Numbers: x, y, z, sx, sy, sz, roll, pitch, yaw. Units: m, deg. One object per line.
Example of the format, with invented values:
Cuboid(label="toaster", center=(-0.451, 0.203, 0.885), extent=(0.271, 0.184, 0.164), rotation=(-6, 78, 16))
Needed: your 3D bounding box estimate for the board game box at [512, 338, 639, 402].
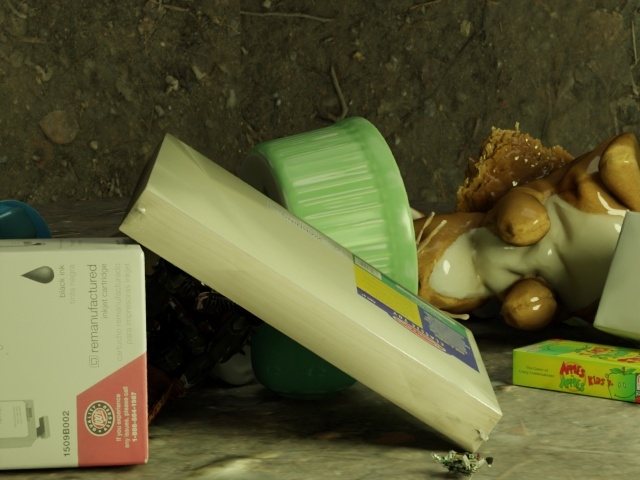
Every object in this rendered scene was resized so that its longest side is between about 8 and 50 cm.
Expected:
Cuboid(label="board game box", center=(0.320, 0.148, 1.860), extent=(0.181, 0.043, 0.092), rotation=(5, 8, 38))

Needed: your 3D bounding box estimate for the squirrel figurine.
Cuboid(label="squirrel figurine", center=(0.269, 0.003, 2.194), extent=(0.371, 0.281, 0.397), rotation=(-13, 17, 15))

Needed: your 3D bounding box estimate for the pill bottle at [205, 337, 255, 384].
Cuboid(label="pill bottle", center=(-0.135, 0.124, 1.927), extent=(0.078, 0.078, 0.137), rotation=(-6, 9, -44))

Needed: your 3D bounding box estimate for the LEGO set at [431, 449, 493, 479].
Cuboid(label="LEGO set", center=(0.131, 0.205, 1.485), extent=(0.054, 0.023, 0.083), rotation=(5, -5, 24))

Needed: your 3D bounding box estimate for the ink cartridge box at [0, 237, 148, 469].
Cuboid(label="ink cartridge box", center=(-0.305, 0.106, 1.516), extent=(0.283, 0.207, 0.117), rotation=(-2, 5, -9))

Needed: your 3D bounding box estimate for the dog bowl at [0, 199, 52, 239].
Cuboid(label="dog bowl", center=(-0.529, 0.031, 2.432), extent=(0.074, 0.165, 0.297), rotation=(-9, 0, 37))

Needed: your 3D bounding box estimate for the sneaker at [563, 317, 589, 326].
Cuboid(label="sneaker", center=(0.351, 0.067, 2.374), extent=(0.126, 0.091, 0.240), rotation=(2, 7, 19))

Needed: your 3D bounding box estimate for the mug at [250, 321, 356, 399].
Cuboid(label="mug", center=(-0.009, 0.123, 1.848), extent=(0.130, 0.097, 0.158), rotation=(2, 6, 22))

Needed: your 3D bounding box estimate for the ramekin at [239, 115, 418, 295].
Cuboid(label="ramekin", center=(0.000, 0.000, 2.098), extent=(0.148, 0.303, 0.303), rotation=(-10, 9, -18))

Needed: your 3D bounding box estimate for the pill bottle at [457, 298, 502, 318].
Cuboid(label="pill bottle", center=(0.164, 0.045, 2.417), extent=(0.222, 0.124, 0.124), rotation=(7, 9, 40))

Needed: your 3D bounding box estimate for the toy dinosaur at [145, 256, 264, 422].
Cuboid(label="toy dinosaur", center=(-0.146, 0.106, 1.752), extent=(0.164, 0.218, 0.322), rotation=(22, 32, -26))

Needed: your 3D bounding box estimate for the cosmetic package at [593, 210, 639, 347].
Cuboid(label="cosmetic package", center=(0.510, 0.077, 1.816), extent=(0.197, 0.155, 0.366), rotation=(19, -5, -37))

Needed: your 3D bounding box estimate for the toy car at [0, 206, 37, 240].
Cuboid(label="toy car", center=(-0.379, 0.116, 1.711), extent=(0.238, 0.219, 0.210), rotation=(-28, 1, 12))

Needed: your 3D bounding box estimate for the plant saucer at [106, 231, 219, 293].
Cuboid(label="plant saucer", center=(-0.182, 0.054, 1.962), extent=(0.278, 0.041, 0.278), rotation=(-11, -33, -7))

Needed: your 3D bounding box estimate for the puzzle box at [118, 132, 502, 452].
Cuboid(label="puzzle box", center=(-0.008, 0.046, 1.649), extent=(0.409, 0.052, 0.272), rotation=(33, 11, -9))
